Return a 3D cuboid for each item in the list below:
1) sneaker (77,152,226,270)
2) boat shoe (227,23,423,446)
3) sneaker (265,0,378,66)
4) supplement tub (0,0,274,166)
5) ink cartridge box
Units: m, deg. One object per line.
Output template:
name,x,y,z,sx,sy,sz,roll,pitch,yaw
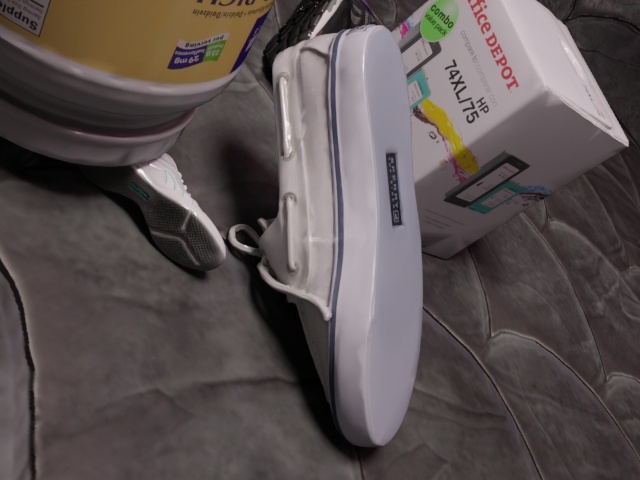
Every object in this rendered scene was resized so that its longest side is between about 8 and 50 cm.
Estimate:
sneaker,-0.130,-0.041,0.649,0.152,0.054,0.061,47,30,-9
boat shoe,-0.004,-0.001,0.707,0.136,0.157,0.366,-12,99,-60
sneaker,0.026,-0.257,1.007,0.124,0.107,0.283,50,32,-19
supplement tub,-0.129,-0.238,0.534,0.241,0.331,0.241,21,38,-18
ink cartridge box,0.169,-0.141,0.921,0.197,0.270,0.198,17,47,-44
